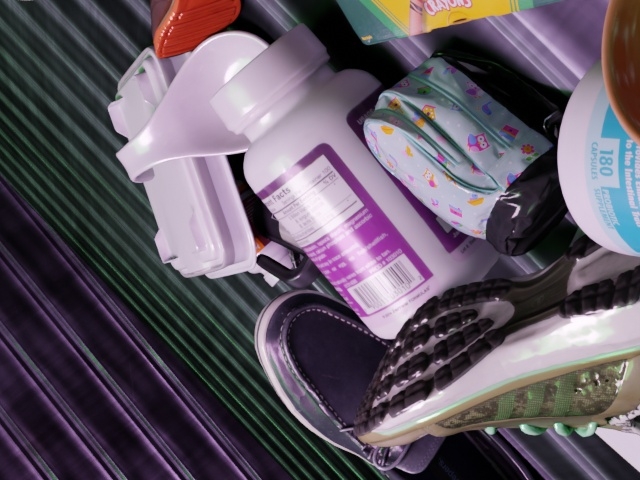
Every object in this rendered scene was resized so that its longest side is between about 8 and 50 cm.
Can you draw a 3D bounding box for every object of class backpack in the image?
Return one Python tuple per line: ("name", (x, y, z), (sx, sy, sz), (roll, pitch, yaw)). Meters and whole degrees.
("backpack", (0.128, -0.078, 0.888), (0.182, 0.115, 0.152), (44, 162, 19))

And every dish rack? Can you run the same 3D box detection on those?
("dish rack", (-0.203, -0.100, 1.406), (0.285, 0.072, 0.332), (-15, 95, 66))

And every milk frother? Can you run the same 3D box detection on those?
("milk frother", (0.000, 0.000, 1.333), (0.143, 0.129, 0.135), (8, -169, -42))

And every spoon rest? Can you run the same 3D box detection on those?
("spoon rest", (-0.146, -0.142, 1.210), (0.276, 0.084, 0.137), (-30, 96, 33))

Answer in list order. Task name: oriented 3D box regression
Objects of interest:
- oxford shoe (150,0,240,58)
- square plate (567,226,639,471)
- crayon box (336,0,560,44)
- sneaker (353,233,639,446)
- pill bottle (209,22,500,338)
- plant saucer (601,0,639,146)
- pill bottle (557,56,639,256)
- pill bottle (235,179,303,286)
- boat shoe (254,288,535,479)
("oxford shoe", (-0.143, -0.289, 1.109), (0.098, 0.097, 0.271), (63, 155, 10))
("square plate", (0.341, 0.156, 0.977), (0.344, 0.049, 0.347), (41, 158, 16))
("crayon box", (0.085, -0.243, 0.722), (0.165, 0.081, 0.278), (55, 158, -19))
("sneaker", (0.201, 0.122, 0.862), (0.410, 0.158, 0.182), (-28, 111, 38))
("pill bottle", (0.031, -0.062, 1.029), (0.301, 0.169, 0.169), (51, 159, -6))
("plant saucer", (0.236, -0.125, 0.528), (0.037, 0.200, 0.200), (19, 177, -34))
("pill bottle", (0.279, -0.047, 0.596), (0.264, 0.146, 0.146), (13, 140, 57))
("pill bottle", (-0.098, -0.009, 1.497), (0.152, 0.086, 0.086), (47, 159, 3))
("boat shoe", (0.119, 0.248, 1.406), (0.500, 0.187, 0.156), (45, 155, -7))
